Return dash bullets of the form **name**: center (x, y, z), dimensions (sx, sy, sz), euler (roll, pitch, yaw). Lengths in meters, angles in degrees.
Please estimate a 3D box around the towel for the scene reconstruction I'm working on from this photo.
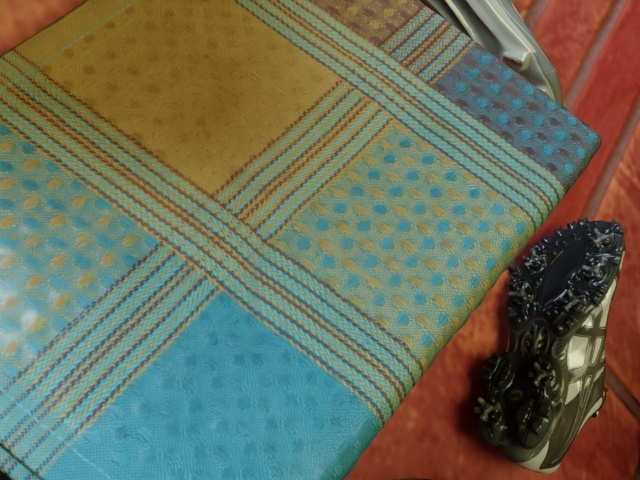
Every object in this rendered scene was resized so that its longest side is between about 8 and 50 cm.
- **towel**: center (-0.047, -0.024, 0.562), dimensions (0.271, 0.040, 0.370), euler (39, 56, 8)

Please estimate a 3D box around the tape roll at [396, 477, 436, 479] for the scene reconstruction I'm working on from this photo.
- **tape roll**: center (0.106, 0.273, 0.661), dimensions (0.246, 0.169, 0.246), euler (4, 83, -38)

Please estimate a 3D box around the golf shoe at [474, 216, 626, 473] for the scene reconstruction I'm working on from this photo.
- **golf shoe**: center (0.175, 0.076, 0.807), dimensions (0.094, 0.077, 0.198), euler (50, 61, -42)

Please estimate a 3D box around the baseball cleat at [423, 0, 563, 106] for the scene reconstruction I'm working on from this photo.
- **baseball cleat**: center (0.120, -0.170, 0.776), dimensions (0.206, 0.072, 0.109), euler (51, 51, -29)
